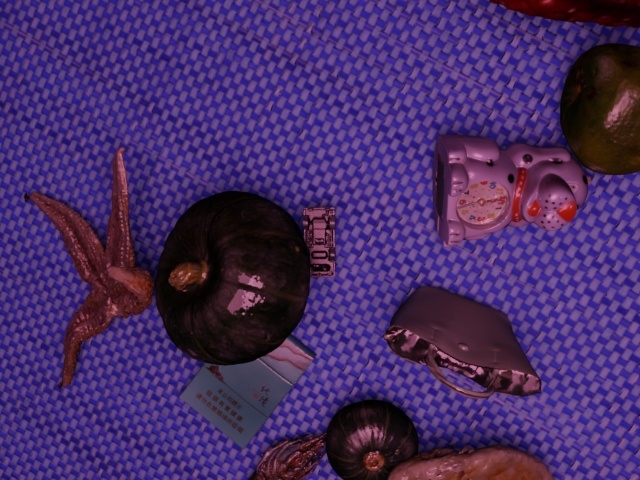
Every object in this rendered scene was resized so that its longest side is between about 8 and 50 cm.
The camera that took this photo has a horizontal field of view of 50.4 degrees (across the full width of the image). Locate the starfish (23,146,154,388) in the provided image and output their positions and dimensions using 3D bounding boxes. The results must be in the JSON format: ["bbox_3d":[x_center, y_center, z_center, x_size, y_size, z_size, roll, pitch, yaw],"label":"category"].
[{"bbox_3d":[-0.420,0.060,1.250,0.398,0.132,0.384,-19,88,48],"label":"starfish"}]

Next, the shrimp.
[{"bbox_3d":[-0.057,0.412,1.271,0.233,0.079,0.090,-39,93,6],"label":"shrimp"}]

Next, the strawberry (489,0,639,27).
[{"bbox_3d":[0.426,-0.463,1.022,0.345,0.295,0.317,20,81,-25],"label":"strawberry"}]

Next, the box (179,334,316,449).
[{"bbox_3d":[-0.138,0.255,1.284,0.162,0.041,0.229,38,100,4],"label":"box"}]

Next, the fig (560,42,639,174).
[{"bbox_3d":[0.506,-0.194,1.056,0.235,0.203,0.203,9,98,-2],"label":"fig"}]

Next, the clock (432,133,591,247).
[{"bbox_3d":[0.318,-0.084,1.116,0.254,0.189,0.189,1,96,4],"label":"clock"}]

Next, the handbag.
[{"bbox_3d":[0.223,0.162,1.073,0.241,0.315,0.109,18,97,7],"label":"handbag"}]

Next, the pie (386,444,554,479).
[{"bbox_3d":[0.250,0.479,1.183,0.339,0.077,0.339,-3,114,-6],"label":"pie"}]

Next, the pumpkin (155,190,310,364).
[{"bbox_3d":[-0.157,0.060,1.157,0.300,0.207,0.300,-19,62,40],"label":"pumpkin"}]

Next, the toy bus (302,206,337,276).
[{"bbox_3d":[0.000,0.000,1.216,0.060,0.075,0.123,0,97,5],"label":"toy bus"}]

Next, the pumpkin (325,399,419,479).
[{"bbox_3d":[0.091,0.362,1.213,0.167,0.125,0.167,0,96,-2],"label":"pumpkin"}]
